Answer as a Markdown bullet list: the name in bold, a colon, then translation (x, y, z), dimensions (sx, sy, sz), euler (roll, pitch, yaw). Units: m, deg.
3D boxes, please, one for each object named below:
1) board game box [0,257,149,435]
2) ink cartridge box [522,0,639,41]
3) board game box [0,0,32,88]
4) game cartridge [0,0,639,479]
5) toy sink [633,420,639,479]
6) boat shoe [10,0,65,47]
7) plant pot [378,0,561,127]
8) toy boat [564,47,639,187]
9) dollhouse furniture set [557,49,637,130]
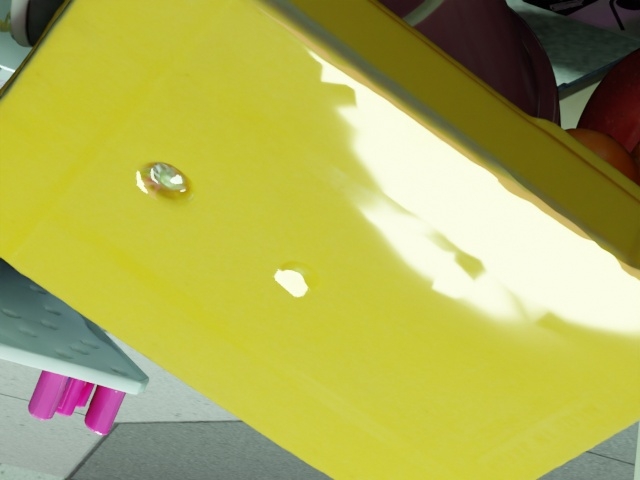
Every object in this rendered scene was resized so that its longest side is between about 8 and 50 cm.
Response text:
- **board game box**: translation (-0.359, -0.004, 1.343), dimensions (0.390, 0.050, 0.390), euler (19, -170, -36)
- **ink cartridge box**: translation (0.191, -0.150, 0.936), dimensions (0.097, 0.046, 0.207), euler (15, 162, -25)
- **board game box**: translation (-0.193, -0.108, 1.178), dimensions (0.303, 0.097, 0.224), euler (19, 161, -28)
- **game cartridge**: translation (0.000, 0.000, 0.930), dimensions (0.324, 0.052, 0.285), euler (34, 143, -12)
- **toy sink**: translation (0.338, 0.146, 1.527), dimensions (0.131, 0.234, 0.153), euler (-5, 158, 38)
- **boat shoe**: translation (-0.082, -0.162, 0.913), dimensions (0.095, 0.112, 0.335), euler (15, 159, -7)
- **plant pot**: translation (0.018, -0.090, 1.002), dimensions (0.201, 0.201, 0.180), euler (4, 147, 13)
- **toy boat**: translation (0.165, -0.028, 0.943), dimensions (0.151, 0.151, 0.231), euler (-5, 180, -12)
- **dollhouse furniture set**: translation (0.265, -0.061, 1.163), dimensions (0.286, 0.198, 0.303), euler (-28, 114, 32)
